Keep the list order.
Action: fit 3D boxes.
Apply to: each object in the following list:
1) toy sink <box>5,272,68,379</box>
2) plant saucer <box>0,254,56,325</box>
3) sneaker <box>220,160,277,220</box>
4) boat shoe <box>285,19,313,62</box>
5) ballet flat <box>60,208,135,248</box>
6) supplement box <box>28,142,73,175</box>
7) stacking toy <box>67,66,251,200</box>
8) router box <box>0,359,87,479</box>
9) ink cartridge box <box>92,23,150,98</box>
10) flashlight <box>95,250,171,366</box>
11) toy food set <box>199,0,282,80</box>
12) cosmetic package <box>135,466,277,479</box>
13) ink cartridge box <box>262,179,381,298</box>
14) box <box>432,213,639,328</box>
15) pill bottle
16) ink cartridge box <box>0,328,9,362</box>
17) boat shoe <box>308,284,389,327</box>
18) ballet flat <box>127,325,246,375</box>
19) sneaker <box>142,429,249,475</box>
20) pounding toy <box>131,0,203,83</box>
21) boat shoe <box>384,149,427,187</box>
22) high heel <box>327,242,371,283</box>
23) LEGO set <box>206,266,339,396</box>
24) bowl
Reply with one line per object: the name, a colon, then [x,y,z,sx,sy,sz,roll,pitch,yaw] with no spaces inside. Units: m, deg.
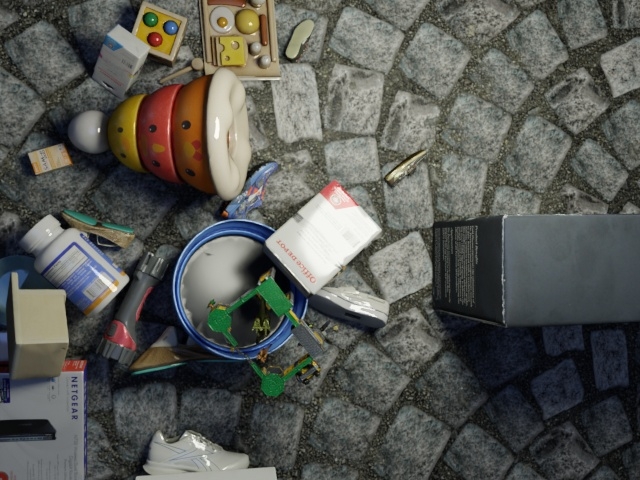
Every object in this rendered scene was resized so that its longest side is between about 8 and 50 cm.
toy sink: [-0.723,0.213,1.698,0.131,0.234,0.153,2,134,-31]
plant saucer: [-0.818,0.137,1.804,0.194,0.037,0.195,0,90,-12]
sneaker: [-0.195,-0.141,1.921,0.087,0.083,0.221,40,88,-23]
boat shoe: [-0.060,-0.588,1.956,0.048,0.042,0.133,26,84,14]
ballet flat: [-0.620,-0.025,1.830,0.206,0.073,0.067,19,101,-8]
supplement box: [-0.738,-0.222,1.816,0.098,0.036,0.062,-20,94,-11]
stacking toy: [-0.444,-0.279,1.786,0.479,0.350,0.351,0,91,6]
router box: [-0.779,0.488,1.761,0.300,0.082,0.336,1,102,-13]
ink cartridge box: [-0.547,-0.484,1.811,0.104,0.181,0.062,35,50,-11]
flashlight: [-0.506,0.189,1.829,0.103,0.103,0.304,27,74,-11]
toy food set: [-0.228,-0.606,1.892,0.219,0.092,0.307,-5,91,-12]
cosmetic package: [-0.315,0.765,1.828,0.376,0.097,0.285,1,119,-12]
ink cartridge box: [0.000,0.000,1.849,0.273,0.114,0.197,-42,87,-16]
box: [0.626,0.076,1.889,0.479,0.471,0.298,-1,91,-13]
pill bottle: [-0.660,0.064,1.772,0.272,0.152,0.152,45,82,-11]
ink cartridge box: [-0.801,0.289,1.797,0.180,0.060,0.104,-3,92,-12]
boat shoe: [0.079,0.175,1.971,0.267,0.096,0.088,17,57,1]
ballet flat: [-0.369,0.297,1.868,0.342,0.116,0.124,-5,82,-15]
sneaker: [-0.346,0.607,1.878,0.296,0.111,0.130,7,83,-13]
pounding toy: [-0.423,-0.533,1.850,0.205,0.094,0.181,19,87,-11]
boat shoe: [0.265,-0.220,2.025,0.152,0.056,0.049,-36,103,0]
high heel: [0.015,0.009,1.943,0.261,0.093,0.186,-43,106,-26]
LEGO set: [-0.133,0.230,1.773,0.331,0.192,0.255,44,94,-6]
bowl: [-0.226,0.137,1.860,0.390,0.077,0.392,5,76,-23]
